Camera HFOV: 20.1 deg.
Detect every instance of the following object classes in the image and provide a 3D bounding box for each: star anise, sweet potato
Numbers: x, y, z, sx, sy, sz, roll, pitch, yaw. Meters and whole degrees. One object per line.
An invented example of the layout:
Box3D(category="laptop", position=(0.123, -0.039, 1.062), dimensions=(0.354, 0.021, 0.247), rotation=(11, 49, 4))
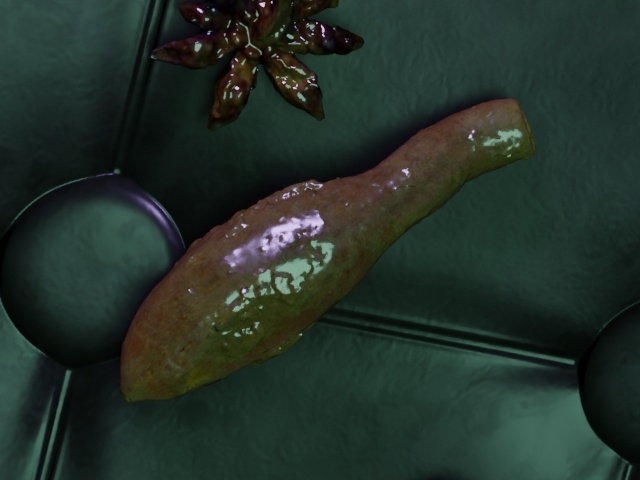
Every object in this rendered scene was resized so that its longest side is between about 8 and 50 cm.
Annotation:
Box3D(category="star anise", position=(-0.045, -0.157, 1.357), dimensions=(0.168, 0.057, 0.167), rotation=(-6, 116, -12))
Box3D(category="sweet potato", position=(0.000, 0.000, 1.389), dimensions=(0.385, 0.109, 0.109), rotation=(-35, 111, -5))
